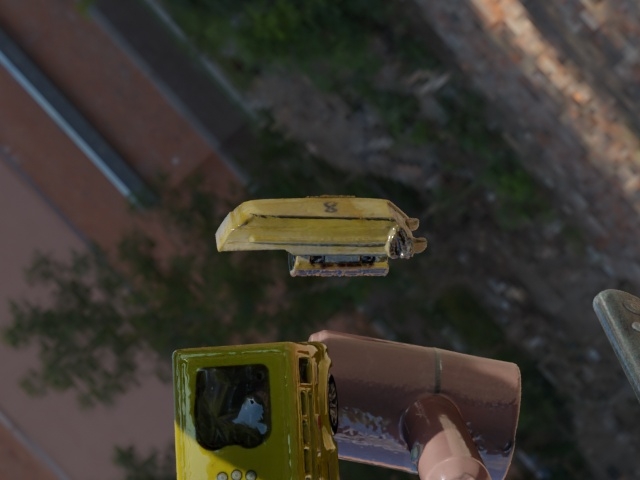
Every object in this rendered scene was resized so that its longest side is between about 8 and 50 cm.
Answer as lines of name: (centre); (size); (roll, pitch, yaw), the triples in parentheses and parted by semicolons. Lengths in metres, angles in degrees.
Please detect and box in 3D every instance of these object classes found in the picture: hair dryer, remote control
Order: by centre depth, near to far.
remote control: (0.315, 0.176, 1.374); (0.107, 0.044, 0.377); (35, -158, -29)
hair dryer: (0.086, 0.175, 1.546); (0.210, 0.125, 0.352); (11, -174, -4)

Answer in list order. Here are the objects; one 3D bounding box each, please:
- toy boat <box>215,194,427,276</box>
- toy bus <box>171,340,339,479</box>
toy boat: (0.000, 0.000, 1.836); (0.068, 0.226, 0.088); (-103, 13, -56)
toy bus: (-0.057, 0.254, 1.472); (0.151, 0.145, 0.331); (36, -130, -78)
